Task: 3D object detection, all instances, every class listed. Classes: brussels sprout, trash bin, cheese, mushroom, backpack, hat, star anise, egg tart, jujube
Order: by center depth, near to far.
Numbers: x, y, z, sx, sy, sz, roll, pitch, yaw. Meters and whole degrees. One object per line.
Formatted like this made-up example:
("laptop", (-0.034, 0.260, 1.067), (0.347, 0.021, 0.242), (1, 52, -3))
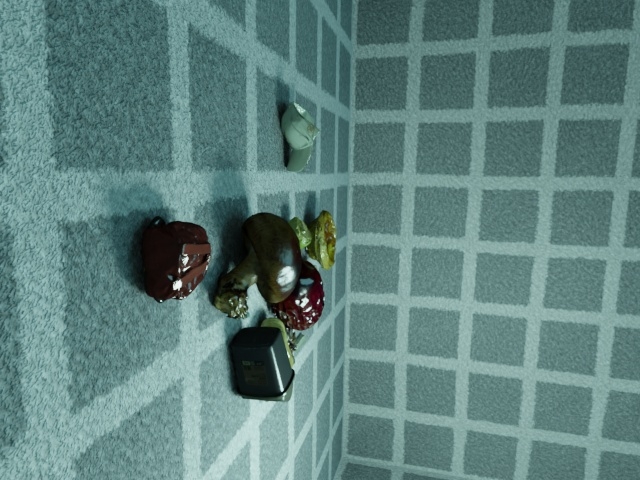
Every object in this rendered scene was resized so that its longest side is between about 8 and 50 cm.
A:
("backpack", (-0.361, 0.046, 1.158), (0.229, 0.139, 0.229), (4, 90, -75))
("mushroom", (-0.226, 0.093, 1.620), (0.334, 0.356, 0.331), (57, -3, 32))
("trash bin", (-0.217, 0.481, 1.697), (0.182, 0.210, 0.290), (-55, 139, -62))
("cheese", (-0.189, 0.444, 1.895), (0.214, 0.117, 0.225), (-112, -171, -58))
("jujube", (-0.106, 0.241, 1.996), (0.376, 0.259, 0.258), (87, 14, -50))
("hat", (-0.120, -0.472, 2.068), (0.258, 0.168, 0.301), (-102, -149, -63))
("star anise", (-0.165, 0.493, 2.107), (0.236, 0.109, 0.223), (75, 18, -45))
("brussels sprout", (-0.120, -0.026, 2.141), (0.149, 0.122, 0.151), (57, 10, 3))
("egg tart", (0.000, 0.000, 2.561), (0.352, 0.150, 0.351), (-3, 90, -76))

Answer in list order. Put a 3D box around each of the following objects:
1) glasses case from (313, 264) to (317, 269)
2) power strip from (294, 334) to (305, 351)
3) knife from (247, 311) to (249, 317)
("glasses case", (-0.094, 0.206, 2.372), (0.336, 0.076, 0.143), (4, 89, -76))
("power strip", (-0.118, 0.561, 2.444), (0.191, 0.030, 0.047), (-34, 127, -72))
("knife", (-0.307, 0.256, 1.670), (0.210, 0.015, 0.028), (61, 42, -63))
